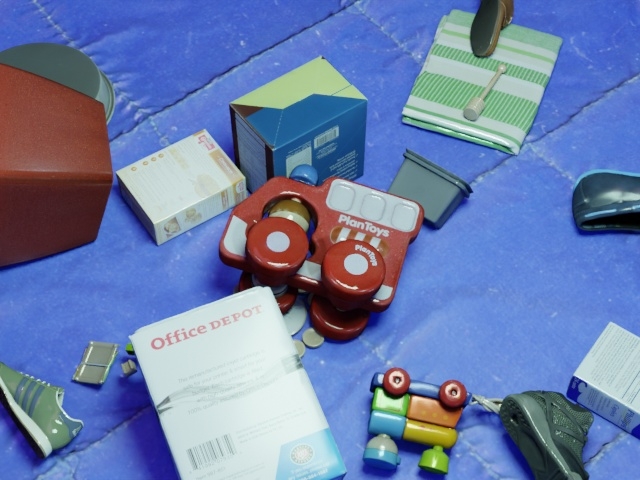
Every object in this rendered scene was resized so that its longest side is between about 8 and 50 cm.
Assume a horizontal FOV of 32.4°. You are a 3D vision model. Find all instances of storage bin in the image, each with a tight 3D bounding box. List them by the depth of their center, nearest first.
[{"bbox_3d":[0.188,-0.086,1.952,0.135,0.098,0.091,33,88,21],"label":"storage bin"}]

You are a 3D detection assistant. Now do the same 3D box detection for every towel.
[{"bbox_3d":[0.315,-0.315,2.148,0.248,0.038,0.325,17,54,11],"label":"towel"}]

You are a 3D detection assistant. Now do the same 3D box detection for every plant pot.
[{"bbox_3d":[-0.489,-0.122,1.873,0.235,0.267,0.267,1,53,-23],"label":"plant pot"}]

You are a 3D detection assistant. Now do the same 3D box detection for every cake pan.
[{"bbox_3d":[-0.540,-0.273,2.096,0.293,0.054,0.293,1,51,-1],"label":"cake pan"}]

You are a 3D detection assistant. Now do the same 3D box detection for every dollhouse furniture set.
[{"bbox_3d":[-0.313,0.209,1.769,0.151,0.058,0.076,3,59,26],"label":"dollhouse furniture set"}]

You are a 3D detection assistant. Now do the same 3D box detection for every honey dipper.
[{"bbox_3d":[0.317,-0.284,2.085,0.030,0.030,0.161,25,52,17],"label":"honey dipper"}]

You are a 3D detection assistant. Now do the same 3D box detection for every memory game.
[{"bbox_3d":[-0.071,0.124,1.838,0.186,0.012,0.186,0,54,0],"label":"memory game"}]

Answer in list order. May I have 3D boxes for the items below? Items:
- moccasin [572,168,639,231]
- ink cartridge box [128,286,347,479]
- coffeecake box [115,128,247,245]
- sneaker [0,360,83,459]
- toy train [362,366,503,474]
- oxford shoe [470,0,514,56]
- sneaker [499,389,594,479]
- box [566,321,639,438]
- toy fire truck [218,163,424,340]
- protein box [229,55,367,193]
[{"bbox_3d":[0.607,-0.037,1.903,0.342,0.138,0.117,3,57,20],"label":"moccasin"},{"bbox_3d":[-0.125,0.254,1.632,0.223,0.129,0.307,-19,70,-13],"label":"ink cartridge box"},{"bbox_3d":[-0.246,-0.097,1.965,0.185,0.068,0.142,-28,58,-19],"label":"coffeecake box"},{"bbox_3d":[-0.442,0.249,1.719,0.086,0.064,0.192,-28,58,-28],"label":"sneaker"},{"bbox_3d":[0.189,0.291,1.673,0.248,0.105,0.143,13,70,1],"label":"toy train"},{"bbox_3d":[0.351,-0.443,2.186,0.076,0.076,0.212,32,59,-29],"label":"oxford shoe"},{"bbox_3d":[0.371,0.320,1.636,0.130,0.087,0.227,-9,58,-30],"label":"sneaker"},{"bbox_3d":[0.479,0.219,1.730,0.137,0.072,0.126,31,59,21],"label":"box"},{"bbox_3d":[0.000,0.000,1.804,0.302,0.169,0.254,18,56,3],"label":"toy fire truck"},{"bbox_3d":[-0.037,-0.176,1.940,0.200,0.201,0.136,-30,60,-20],"label":"protein box"}]
